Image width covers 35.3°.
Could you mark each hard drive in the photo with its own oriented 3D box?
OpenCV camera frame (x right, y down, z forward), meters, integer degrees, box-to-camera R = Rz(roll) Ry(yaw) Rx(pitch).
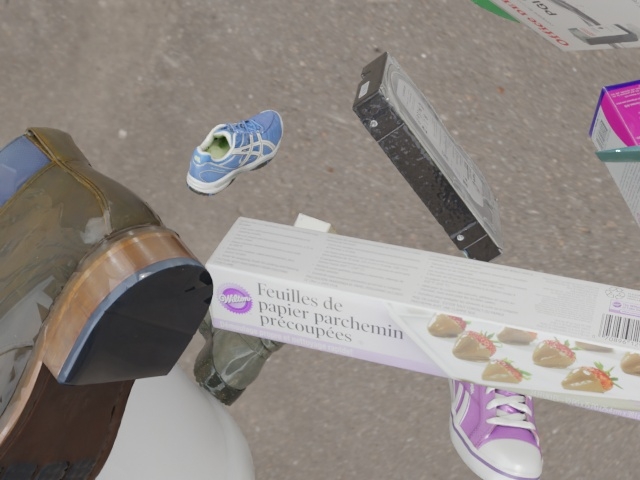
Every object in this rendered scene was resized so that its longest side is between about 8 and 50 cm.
[{"bbox_3d":[0.183,-0.138,1.659,0.064,0.237,0.339,-32,107,20],"label":"hard drive"}]

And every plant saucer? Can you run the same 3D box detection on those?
[{"bbox_3d":[0.401,-0.107,1.235,0.067,0.192,0.018,-8,94,-3],"label":"plant saucer"}]

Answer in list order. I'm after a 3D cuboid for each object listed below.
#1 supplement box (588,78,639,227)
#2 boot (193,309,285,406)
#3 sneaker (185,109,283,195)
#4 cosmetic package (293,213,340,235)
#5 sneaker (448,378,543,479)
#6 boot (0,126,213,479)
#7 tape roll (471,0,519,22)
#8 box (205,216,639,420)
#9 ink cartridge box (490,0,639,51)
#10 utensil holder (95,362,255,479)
[{"bbox_3d":[0.488,-0.117,1.443,0.114,0.111,0.220,-12,57,-6],"label":"supplement box"},{"bbox_3d":[-0.071,0.077,1.195,0.161,0.246,0.083,-43,115,14],"label":"boot"},{"bbox_3d":[-0.130,-0.154,1.618,0.080,0.211,0.081,31,142,18],"label":"sneaker"},{"bbox_3d":[0.000,0.000,1.625,0.060,0.115,0.041,20,80,24],"label":"cosmetic package"},{"bbox_3d":[0.222,0.167,1.235,0.102,0.282,0.161,11,119,-12],"label":"sneaker"},{"bbox_3d":[-0.141,0.056,0.439,0.219,0.082,0.106,-49,61,16],"label":"boot"},{"bbox_3d":[0.255,-0.407,1.200,0.321,0.321,0.077,61,153,14],"label":"tape roll"},{"bbox_3d":[0.080,0.051,0.706,0.324,0.067,0.063,10,129,16],"label":"box"},{"bbox_3d":[0.257,-0.251,0.928,0.218,0.159,0.092,20,84,62],"label":"ink cartridge box"},{"bbox_3d":[-0.280,0.123,0.721,0.328,0.385,0.327,-21,36,16],"label":"utensil holder"}]
